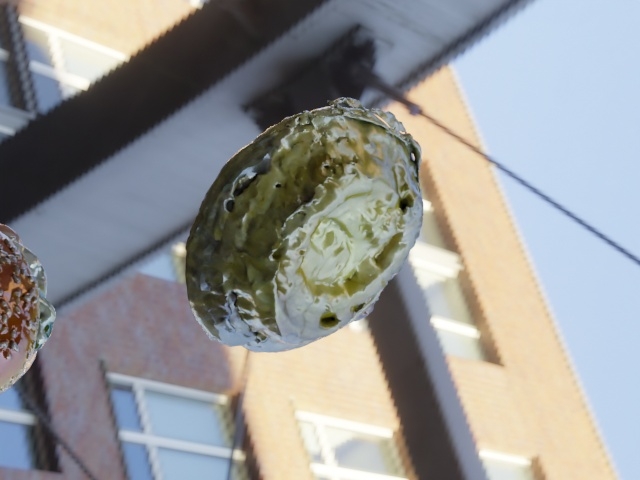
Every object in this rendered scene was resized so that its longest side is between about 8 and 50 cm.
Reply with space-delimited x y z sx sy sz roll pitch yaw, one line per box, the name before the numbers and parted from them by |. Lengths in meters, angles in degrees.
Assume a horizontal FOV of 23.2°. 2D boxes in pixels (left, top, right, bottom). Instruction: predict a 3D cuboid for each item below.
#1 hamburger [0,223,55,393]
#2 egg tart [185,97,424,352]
hamburger | -0.390 0.069 1.596 0.147 0.237 0.236 -41 -129 41
egg tart | 0.000 0.000 1.484 0.095 0.279 0.279 40 -73 41
